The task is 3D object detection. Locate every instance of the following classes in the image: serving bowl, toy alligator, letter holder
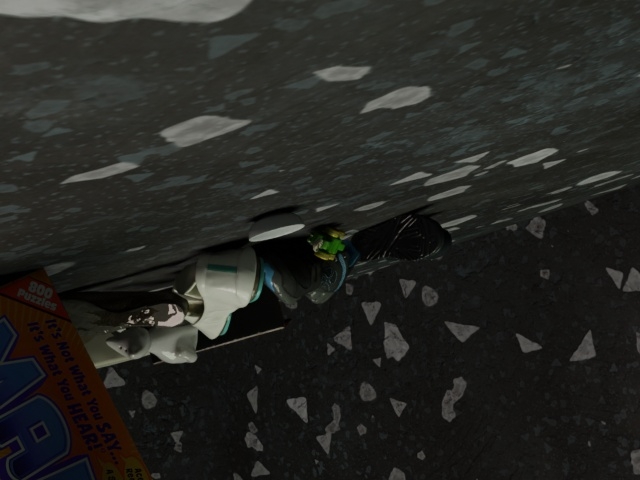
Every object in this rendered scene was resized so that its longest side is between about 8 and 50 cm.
[{"bbox_3d":[-0.066,-0.023,1.162,0.083,0.027,0.083,-16,173,-2],"label":"serving bowl"},{"bbox_3d":[0.000,0.000,1.448,0.051,0.056,0.189,25,-175,16],"label":"toy alligator"},{"bbox_3d":[-0.233,0.162,1.837,0.301,0.152,0.214,-16,176,2],"label":"letter holder"}]

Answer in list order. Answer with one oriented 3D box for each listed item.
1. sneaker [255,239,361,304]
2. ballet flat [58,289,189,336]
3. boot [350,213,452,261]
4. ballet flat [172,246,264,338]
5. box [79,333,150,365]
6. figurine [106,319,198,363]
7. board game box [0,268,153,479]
[{"bbox_3d":[-0.028,0.039,1.563,0.139,0.125,0.341,-43,166,12],"label":"sneaker"},{"bbox_3d":[-0.348,0.115,1.380,0.249,0.084,0.058,-4,-146,4],"label":"ballet flat"},{"bbox_3d":[0.214,-0.004,1.701,0.207,0.094,0.246,-5,175,-42],"label":"boot"},{"bbox_3d":[-0.209,0.091,1.476,0.139,0.139,0.400,-13,169,-21],"label":"ballet flat"},{"bbox_3d":[-0.517,0.232,1.849,0.147,0.121,0.311,-18,173,22],"label":"box"},{"bbox_3d":[-0.370,0.176,1.566,0.214,0.093,0.209,21,-174,27],"label":"figurine"},{"bbox_3d":[-0.510,0.301,1.089,0.356,0.356,0.356,-29,-176,-41],"label":"board game box"}]
